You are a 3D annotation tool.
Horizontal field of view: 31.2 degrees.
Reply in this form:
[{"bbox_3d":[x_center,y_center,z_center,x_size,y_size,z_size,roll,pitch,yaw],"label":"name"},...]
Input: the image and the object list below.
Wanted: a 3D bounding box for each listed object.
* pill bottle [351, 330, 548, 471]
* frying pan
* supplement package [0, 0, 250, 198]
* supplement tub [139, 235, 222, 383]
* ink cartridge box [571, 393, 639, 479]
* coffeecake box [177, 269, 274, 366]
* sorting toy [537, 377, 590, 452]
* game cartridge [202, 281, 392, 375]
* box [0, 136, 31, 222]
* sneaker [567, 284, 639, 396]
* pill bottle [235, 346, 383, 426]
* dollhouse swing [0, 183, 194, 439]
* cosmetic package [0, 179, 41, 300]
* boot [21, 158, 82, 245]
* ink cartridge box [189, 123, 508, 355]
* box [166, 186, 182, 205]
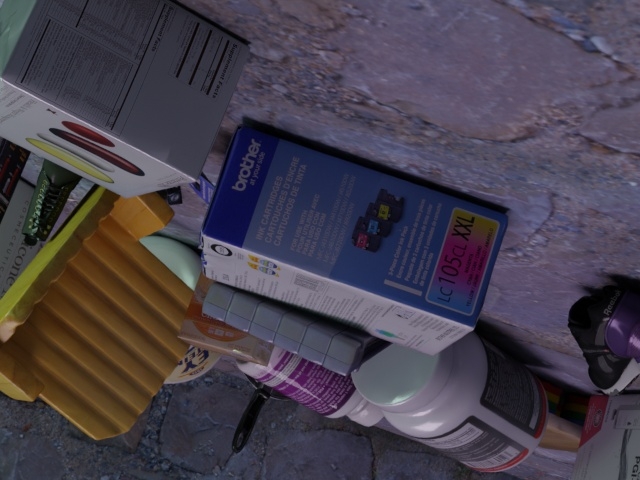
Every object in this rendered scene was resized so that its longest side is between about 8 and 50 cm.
[{"bbox_3d":[0.221,0.250,1.948,0.210,0.210,0.363,7,161,40],"label":"pill bottle"},{"bbox_3d":[-0.120,0.256,2.297,0.197,0.326,0.053,52,133,0],"label":"frying pan"},{"bbox_3d":[-0.217,-0.155,1.119,0.203,0.149,0.194,27,164,-25],"label":"supplement package"},{"bbox_3d":[-0.294,0.142,2.156,0.235,0.235,0.325,17,166,9],"label":"supplement tub"},{"bbox_3d":[0.563,0.372,1.963,0.117,0.207,0.283,21,165,-15],"label":"ink cartridge box"},{"bbox_3d":[-0.129,0.095,1.867,0.142,0.185,0.068,12,164,25],"label":"coffeecake box"},{"bbox_3d":[0.425,0.332,2.231,0.255,0.089,0.257,25,164,-22],"label":"sorting toy"},{"bbox_3d":[-0.004,0.100,1.661,0.230,0.068,0.355,18,-169,17],"label":"game cartridge"},{"bbox_3d":[-0.451,-0.115,1.390,0.076,0.242,0.307,17,166,8],"label":"box"},{"bbox_3d":[0.385,0.119,1.520,0.124,0.107,0.283,32,164,9],"label":"sneaker"},{"bbox_3d":[-0.002,0.245,2.245,0.301,0.169,0.169,32,162,-20],"label":"pill bottle"},{"bbox_3d":[-0.318,0.127,1.760,0.305,0.347,0.315,41,160,-14],"label":"dollhouse swing"},{"bbox_3d":[-0.738,-0.018,1.948,0.327,0.329,0.393,10,164,31],"label":"cosmetic package"},{"bbox_3d":[-0.398,-0.066,1.714,0.077,0.137,0.198,21,165,-10],"label":"boot"},{"bbox_3d":[0.000,0.000,1.414,0.395,0.151,0.270,17,167,-1],"label":"ink cartridge box"},{"bbox_3d":[-0.187,-0.090,1.429,0.018,0.083,0.067,-8,-168,-8],"label":"box"}]
